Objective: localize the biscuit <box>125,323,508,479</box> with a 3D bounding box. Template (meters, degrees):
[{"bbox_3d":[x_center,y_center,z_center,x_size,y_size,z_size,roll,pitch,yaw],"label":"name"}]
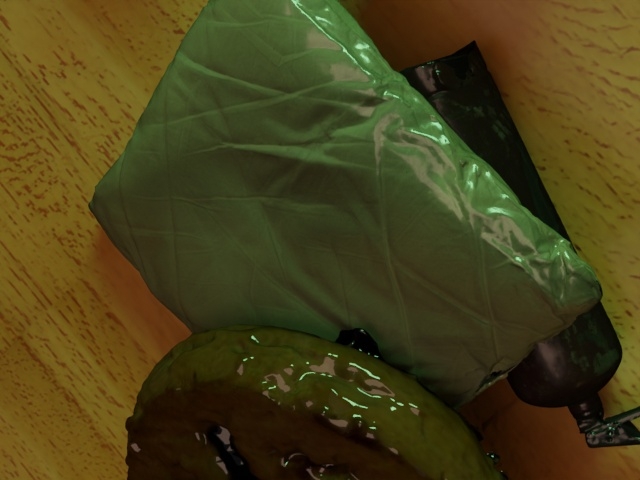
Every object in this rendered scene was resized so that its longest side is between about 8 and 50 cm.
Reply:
[{"bbox_3d":[-0.003,0.179,0.798,0.296,0.075,0.295,18,131,22],"label":"biscuit"}]

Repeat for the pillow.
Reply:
[{"bbox_3d":[-0.001,0.000,0.778,0.274,0.076,0.280,46,136,8],"label":"pillow"}]

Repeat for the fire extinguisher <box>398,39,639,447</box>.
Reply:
[{"bbox_3d":[0.125,0.011,0.767,0.089,0.072,0.267,-26,93,11],"label":"fire extinguisher"}]
